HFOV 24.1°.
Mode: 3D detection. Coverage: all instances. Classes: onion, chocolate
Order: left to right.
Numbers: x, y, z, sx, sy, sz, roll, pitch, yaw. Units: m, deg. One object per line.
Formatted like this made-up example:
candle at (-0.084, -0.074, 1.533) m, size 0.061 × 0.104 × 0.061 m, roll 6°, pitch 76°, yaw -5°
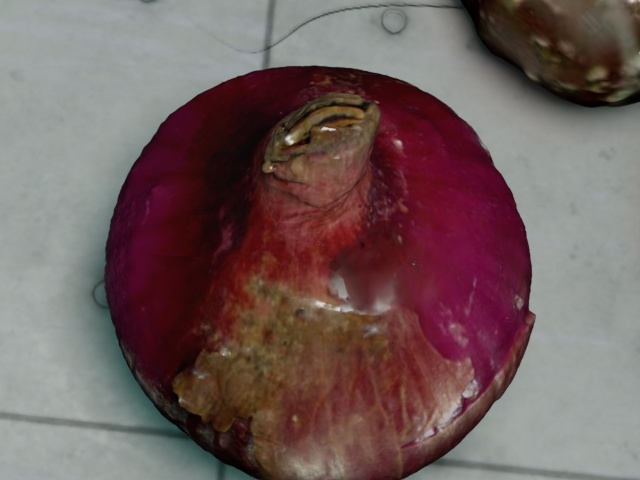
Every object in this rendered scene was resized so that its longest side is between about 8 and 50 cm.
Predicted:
onion at (0.000, 0.000, 1.123) m, size 0.347 × 0.385 × 0.348 m, roll 0°, pitch 64°, yaw -1°
chocolate at (0.296, -0.237, 1.267) m, size 0.340 × 0.225 × 0.210 m, roll -30°, pitch 74°, yaw -4°
